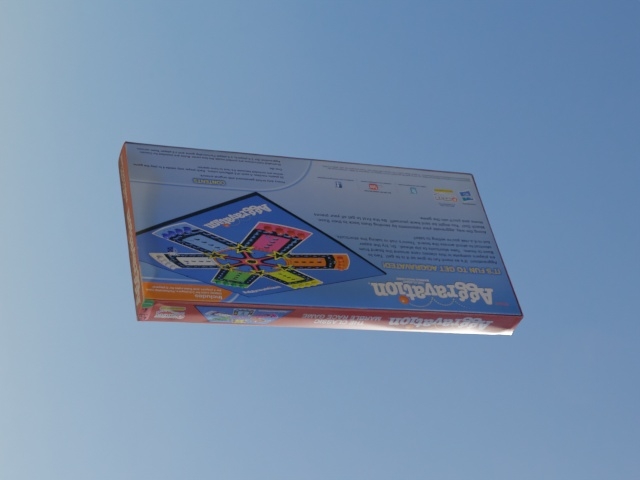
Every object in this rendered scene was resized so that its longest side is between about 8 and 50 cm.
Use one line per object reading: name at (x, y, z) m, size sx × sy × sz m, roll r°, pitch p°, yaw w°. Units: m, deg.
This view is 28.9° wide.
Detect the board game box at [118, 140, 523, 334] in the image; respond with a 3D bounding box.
board game box at (0.000, 0.000, 0.900) m, size 0.027 × 0.281 × 0.145 m, roll 115°, pitch -30°, yaw -44°
